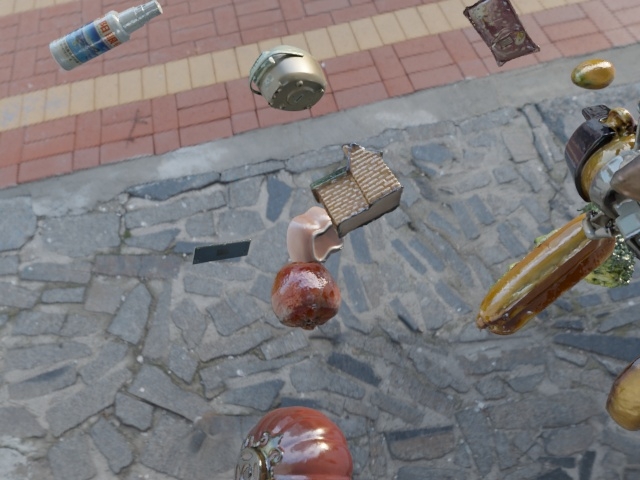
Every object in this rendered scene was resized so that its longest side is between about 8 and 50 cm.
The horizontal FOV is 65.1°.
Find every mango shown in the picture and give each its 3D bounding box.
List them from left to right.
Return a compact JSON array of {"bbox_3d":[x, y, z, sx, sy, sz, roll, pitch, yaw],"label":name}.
[{"bbox_3d":[0.907,-0.555,1.681,0.164,0.089,0.115,-8,48,-9],"label":"mango"}]

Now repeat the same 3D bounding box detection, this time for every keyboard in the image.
[{"bbox_3d":[-0.270,0.029,1.377,0.176,0.055,0.014,-10,40,-41],"label":"keyboard"}]

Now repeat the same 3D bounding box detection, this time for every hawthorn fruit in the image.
[{"bbox_3d":[-0.036,0.128,1.215,0.172,0.173,0.173,-2,62,3],"label":"hawthorn fruit"}]

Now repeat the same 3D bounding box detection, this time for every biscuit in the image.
[{"bbox_3d":[0.635,0.245,0.922,0.091,0.213,0.274,46,115,38],"label":"biscuit"}]

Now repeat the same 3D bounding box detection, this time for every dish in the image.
[{"bbox_3d":[0.000,0.000,1.616,0.090,0.213,0.213,13,57,51],"label":"dish"}]

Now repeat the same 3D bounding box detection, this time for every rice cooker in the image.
[{"bbox_3d":[-0.076,-0.397,1.246,0.206,0.145,0.127,-13,65,-49],"label":"rice cooker"}]

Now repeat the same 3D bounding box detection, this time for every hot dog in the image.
[{"bbox_3d":[0.450,0.071,1.033,0.337,0.135,0.100,-42,49,8],"label":"hot dog"}]

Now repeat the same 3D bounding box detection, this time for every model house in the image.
[{"bbox_3d":[0.077,-0.128,1.202,0.182,0.166,0.172,-30,77,-3],"label":"model house"}]

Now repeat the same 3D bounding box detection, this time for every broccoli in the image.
[{"bbox_3d":[0.717,0.025,1.349,0.245,0.288,0.248,-22,48,33],"label":"broccoli"}]

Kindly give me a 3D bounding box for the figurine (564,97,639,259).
[{"bbox_3d":[0.504,-0.113,0.826,0.143,0.308,0.309,9,61,-17],"label":"figurine"}]

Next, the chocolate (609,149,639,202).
[{"bbox_3d":[0.452,-0.128,0.547,0.100,0.185,0.303,48,49,12],"label":"chocolate"}]

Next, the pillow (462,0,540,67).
[{"bbox_3d":[0.442,-0.517,1.225,0.185,0.118,0.043,50,54,-20],"label":"pillow"}]

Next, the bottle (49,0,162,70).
[{"bbox_3d":[-0.398,-0.391,0.940,0.217,0.060,0.060,-25,63,4],"label":"bottle"}]

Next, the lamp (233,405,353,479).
[{"bbox_3d":[-0.061,0.532,1.134,0.256,0.303,0.304,21,56,-33],"label":"lamp"}]
